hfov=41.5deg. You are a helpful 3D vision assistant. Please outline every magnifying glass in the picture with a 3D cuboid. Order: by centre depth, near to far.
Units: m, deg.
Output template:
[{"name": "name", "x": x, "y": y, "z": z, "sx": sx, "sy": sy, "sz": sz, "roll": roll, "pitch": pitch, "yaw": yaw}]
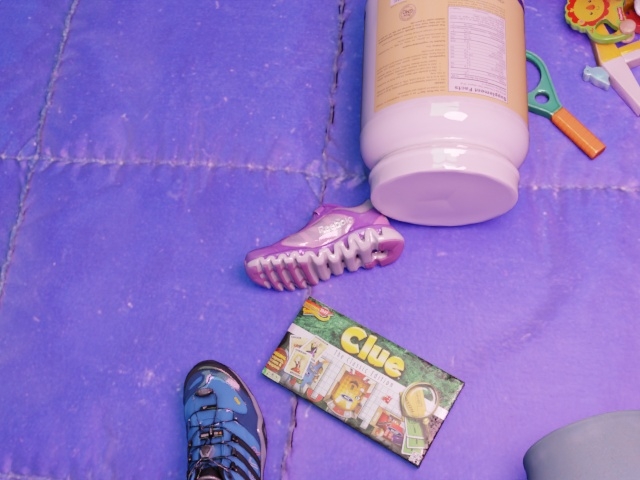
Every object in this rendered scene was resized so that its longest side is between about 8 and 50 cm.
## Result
[{"name": "magnifying glass", "x": 0.350, "y": -0.213, "z": 1.311, "sx": 0.092, "sy": 0.026, "sz": 0.231, "roll": -38, "pitch": 70, "yaw": -6}]

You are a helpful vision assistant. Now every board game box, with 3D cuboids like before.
[{"name": "board game box", "x": 0.059, "y": 0.197, "z": 1.203, "sx": 0.259, "sy": 0.030, "sz": 0.136, "roll": 27, "pitch": 74, "yaw": 17}]

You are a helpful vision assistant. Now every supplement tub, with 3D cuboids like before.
[{"name": "supplement tub", "x": 0.177, "y": -0.210, "z": 1.220, "sx": 0.241, "sy": 0.241, "sz": 0.331, "roll": 0, "pitch": 70, "yaw": 9}]

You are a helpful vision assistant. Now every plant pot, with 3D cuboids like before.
[{"name": "plant pot", "x": 0.363, "y": 0.348, "z": 0.986, "sx": 0.271, "sy": 0.271, "sz": 0.255, "roll": -14, "pitch": 54, "yaw": 3}]

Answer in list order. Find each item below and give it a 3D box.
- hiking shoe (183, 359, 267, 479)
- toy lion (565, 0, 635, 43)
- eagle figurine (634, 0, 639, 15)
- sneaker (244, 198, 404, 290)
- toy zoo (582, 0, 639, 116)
[{"name": "hiking shoe", "x": -0.128, "y": 0.299, "z": 1.136, "sx": 0.113, "sy": 0.132, "sz": 0.304, "roll": -16, "pitch": 68, "yaw": 2}, {"name": "toy lion", "x": 0.431, "y": -0.349, "z": 1.315, "sx": 0.096, "sy": 0.034, "sz": 0.100, "roll": -11, "pitch": 68, "yaw": 13}, {"name": "eagle figurine", "x": 0.451, "y": -0.481, "z": 1.274, "sx": 0.225, "sy": 0.226, "sz": 0.298, "roll": -61, "pitch": 32, "yaw": 14}, {"name": "sneaker", "x": 0.000, "y": 0.000, "z": 1.256, "sx": 0.236, "sy": 0.095, "sz": 0.104, "roll": -14, "pitch": 62, "yaw": -2}, {"name": "toy zoo", "x": 0.546, "y": -0.310, "z": 1.313, "sx": 0.293, "sy": 0.030, "sz": 0.192, "roll": -20, "pitch": 68, "yaw": 1}]
